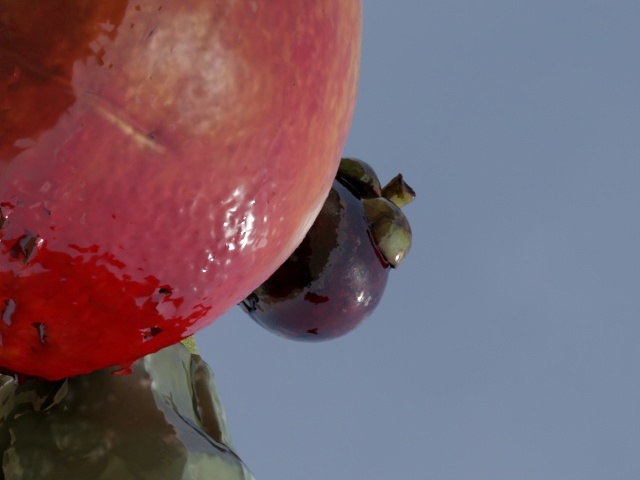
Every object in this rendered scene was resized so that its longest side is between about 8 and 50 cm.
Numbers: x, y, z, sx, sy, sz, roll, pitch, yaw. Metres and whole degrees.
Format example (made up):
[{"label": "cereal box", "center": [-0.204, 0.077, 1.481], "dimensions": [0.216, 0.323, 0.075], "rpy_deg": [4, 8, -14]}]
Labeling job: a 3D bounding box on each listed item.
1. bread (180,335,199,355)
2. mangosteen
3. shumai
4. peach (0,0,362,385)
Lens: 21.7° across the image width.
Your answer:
[{"label": "bread", "center": [-0.134, 0.058, 1.368], "dimensions": [0.033, 0.228, 0.228], "rpy_deg": [-20, -152, 3]}, {"label": "mangosteen", "center": [0.000, 0.000, 1.537], "dimensions": [0.200, 0.200, 0.200], "rpy_deg": [-40, -154, 24]}, {"label": "shumai", "center": [-0.157, 0.210, 0.970], "dimensions": [0.397, 0.324, 0.323], "rpy_deg": [94, -7, -58]}, {"label": "peach", "center": [-0.153, -0.106, 0.927], "dimensions": [0.370, 0.370, 0.370], "rpy_deg": [-40, -154, 24]}]
